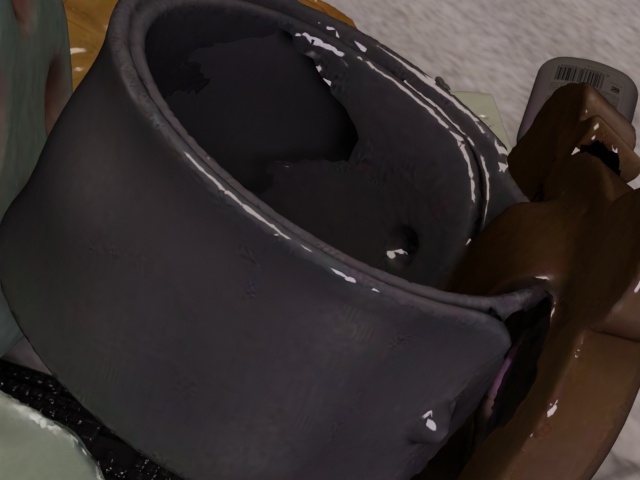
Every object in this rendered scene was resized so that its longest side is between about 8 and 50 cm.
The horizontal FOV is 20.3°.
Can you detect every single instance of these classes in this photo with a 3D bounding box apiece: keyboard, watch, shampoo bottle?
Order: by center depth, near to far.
[{"bbox_3d":[0.000,0.000,0.993,0.327,0.314,0.335,29,27,-12],"label":"watch"},{"bbox_3d":[-0.166,0.111,1.083,0.196,0.015,0.074,18,44,10],"label":"keyboard"},{"bbox_3d":[0.186,-0.075,1.325,0.080,0.040,0.165,17,44,6],"label":"shampoo bottle"}]

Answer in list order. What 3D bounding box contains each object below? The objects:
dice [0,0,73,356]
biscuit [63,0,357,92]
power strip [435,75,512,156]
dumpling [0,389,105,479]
[{"bbox_3d":[-0.298,-0.075,1.046,0.265,0.262,0.268,1,50,6],"label":"dice"},{"bbox_3d":[-0.101,-0.083,1.272,0.312,0.057,0.351,15,43,4],"label":"biscuit"},{"bbox_3d":[0.112,-0.043,1.287,0.060,0.027,0.252,-1,44,-12],"label":"power strip"},{"bbox_3d":[-0.178,0.154,0.952,0.219,0.108,0.152,39,87,13],"label":"dumpling"}]
